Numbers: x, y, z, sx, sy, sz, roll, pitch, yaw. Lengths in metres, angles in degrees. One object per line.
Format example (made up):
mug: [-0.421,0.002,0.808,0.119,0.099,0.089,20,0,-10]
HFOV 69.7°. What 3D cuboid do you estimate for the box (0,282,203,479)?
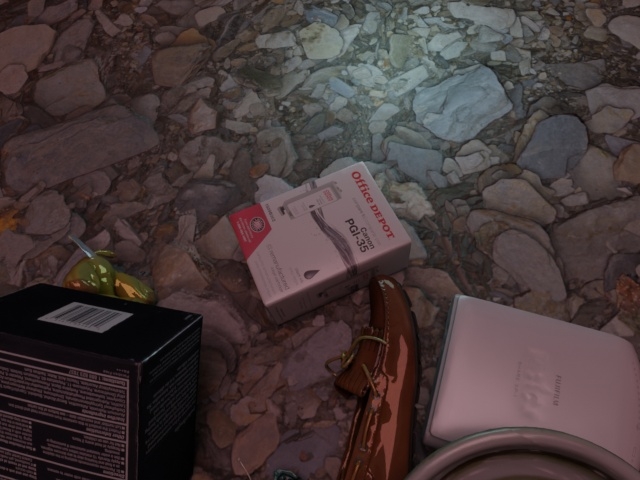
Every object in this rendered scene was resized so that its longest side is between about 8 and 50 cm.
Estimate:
box: [-0.353,0.245,0.681,0.297,0.183,0.293,10,103,10]

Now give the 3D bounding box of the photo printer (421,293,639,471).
photo printer: [0.338,0.242,0.724,0.308,0.107,0.255,15,66,13]

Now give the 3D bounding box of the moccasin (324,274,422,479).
moccasin: [0.079,0.238,0.746,0.147,0.139,0.379,7,73,0]

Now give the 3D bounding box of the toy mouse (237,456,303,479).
toy mouse: [-0.058,0.421,0.715,0.143,0.031,0.160,-5,63,4]

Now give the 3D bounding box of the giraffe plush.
giraffe plush: [-0.442,0.122,0.846,0.210,0.181,0.170,45,97,12]

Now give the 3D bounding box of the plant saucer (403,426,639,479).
plant saucer: [0.263,0.437,0.597,0.401,0.100,0.399,-1,84,7]

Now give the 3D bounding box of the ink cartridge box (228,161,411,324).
ink cartridge box: [0.000,0.000,0.873,0.283,0.117,0.207,-24,63,-6]
